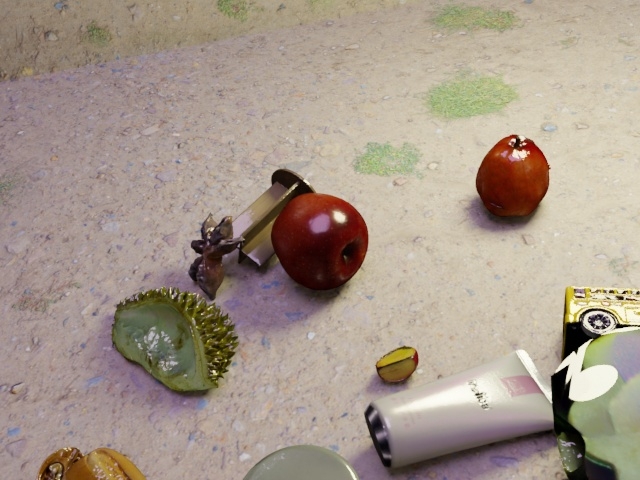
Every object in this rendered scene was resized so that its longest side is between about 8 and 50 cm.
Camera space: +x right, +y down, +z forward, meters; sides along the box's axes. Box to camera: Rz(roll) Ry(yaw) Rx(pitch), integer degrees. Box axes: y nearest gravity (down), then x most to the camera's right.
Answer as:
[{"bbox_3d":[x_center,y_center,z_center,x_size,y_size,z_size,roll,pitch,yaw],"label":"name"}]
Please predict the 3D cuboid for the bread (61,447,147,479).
[{"bbox_3d":[-0.354,0.460,1.174,0.140,0.106,0.236,-32,50,-29],"label":"bread"}]

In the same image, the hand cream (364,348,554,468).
[{"bbox_3d":[0.259,0.305,1.240,0.359,0.118,0.185,-14,40,-13],"label":"hand cream"}]

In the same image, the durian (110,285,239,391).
[{"bbox_3d":[-0.324,0.203,1.520,0.394,0.163,0.198,16,85,34],"label":"durian"}]

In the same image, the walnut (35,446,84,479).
[{"bbox_3d":[-0.481,0.445,1.269,0.091,0.052,0.121,31,44,-17],"label":"walnut"}]

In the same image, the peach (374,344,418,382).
[{"bbox_3d":[0.155,0.250,1.365,0.083,0.050,0.077,-29,19,-34],"label":"peach"}]

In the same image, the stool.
[{"bbox_3d":[-0.019,0.447,1.061,0.195,0.198,0.195,-10,42,3],"label":"stool"}]

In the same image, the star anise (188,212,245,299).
[{"bbox_3d":[-0.264,0.023,1.632,0.063,0.208,0.171,8,34,-40],"label":"star anise"}]

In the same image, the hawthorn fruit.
[{"bbox_3d":[0.470,-0.163,1.668,0.185,0.202,0.185,-1,36,1],"label":"hawthorn fruit"}]

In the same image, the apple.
[{"bbox_3d":[0.000,0.000,1.568,0.201,0.218,0.218,15,46,39],"label":"apple"}]

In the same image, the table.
[{"bbox_3d":[-0.127,-0.046,1.706,0.167,0.167,0.226,23,56,34],"label":"table"}]

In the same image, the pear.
[{"bbox_3d":[0.559,0.338,1.081,0.399,0.165,0.398,-6,40,5],"label":"pear"}]

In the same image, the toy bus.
[{"bbox_3d":[0.626,0.169,1.282,0.331,0.145,0.151,1,40,16],"label":"toy bus"}]
